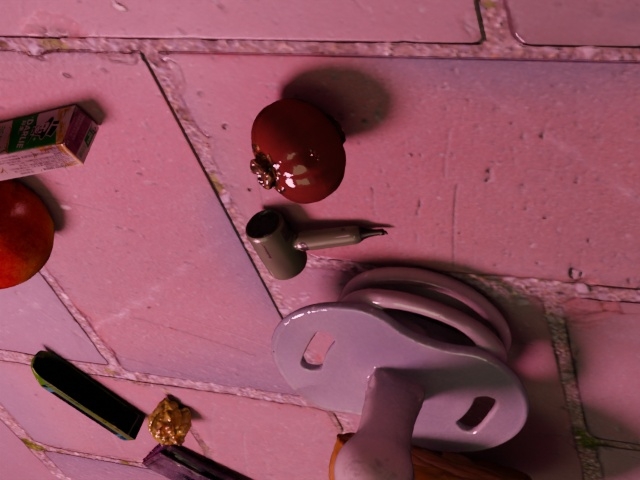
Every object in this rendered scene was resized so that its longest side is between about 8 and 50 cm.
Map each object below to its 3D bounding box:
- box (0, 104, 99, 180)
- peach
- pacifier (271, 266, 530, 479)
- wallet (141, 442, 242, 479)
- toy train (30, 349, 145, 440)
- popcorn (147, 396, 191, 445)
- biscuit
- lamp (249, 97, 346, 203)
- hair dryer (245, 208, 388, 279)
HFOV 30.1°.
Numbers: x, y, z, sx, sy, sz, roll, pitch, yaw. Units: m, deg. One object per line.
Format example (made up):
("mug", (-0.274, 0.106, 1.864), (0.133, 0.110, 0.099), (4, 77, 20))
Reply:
("box", (-0.323, -0.097, 1.264), (0.207, 0.050, 0.041), (-7, 142, 36))
("peach", (-0.378, -0.005, 1.388), (0.151, 0.151, 0.118), (37, -171, -25))
("pacifier", (0.079, 0.183, 1.293), (0.299, 0.233, 0.244), (20, 145, -2))
("wallet", (-0.204, 0.381, 1.939), (0.166, 0.030, 0.111), (30, 152, -12))
("toy train", (-0.357, 0.231, 1.783), (0.042, 0.044, 0.209), (-16, 133, 45))
("popcorn", (-0.228, 0.269, 1.756), (0.068, 0.059, 0.083), (7, 137, 19))
("biscuit", (0.151, 0.320, 1.496), (0.296, 0.102, 0.296), (15, 176, 1))
("lamp", (-0.021, -0.082, 1.086), (0.101, 0.090, 0.101), (46, 156, 28))
("hair dryer", (0.000, 0.000, 1.244), (0.150, 0.047, 0.071), (-5, 139, 25))
